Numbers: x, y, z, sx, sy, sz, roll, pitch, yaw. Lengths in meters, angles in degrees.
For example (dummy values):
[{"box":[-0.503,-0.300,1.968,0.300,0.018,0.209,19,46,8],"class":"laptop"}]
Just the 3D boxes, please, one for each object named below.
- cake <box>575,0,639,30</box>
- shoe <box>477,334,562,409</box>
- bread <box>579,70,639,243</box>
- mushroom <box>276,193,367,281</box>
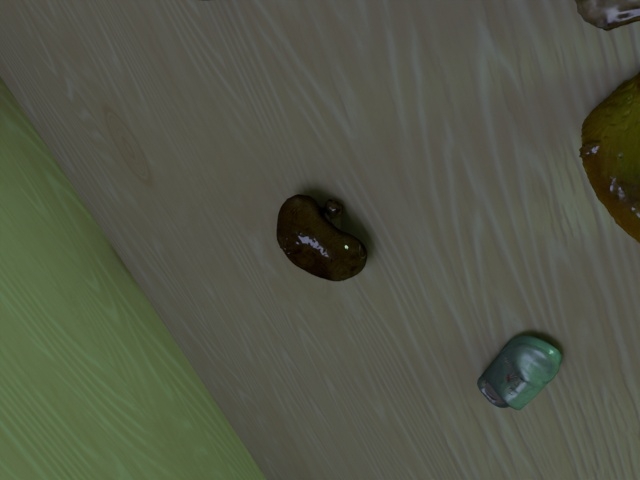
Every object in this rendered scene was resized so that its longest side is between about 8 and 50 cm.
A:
[{"box":[0.348,-0.332,0.496,0.199,0.196,0.293,-8,121,48],"class":"cake"},{"box":[0.395,0.290,1.060,0.103,0.100,0.251,35,143,16],"class":"shoe"},{"box":[0.424,-0.085,0.629,0.260,0.147,0.160,61,150,5],"class":"bread"},{"box":[-0.009,0.009,1.155,0.231,0.138,0.194,38,141,11],"class":"mushroom"}]
